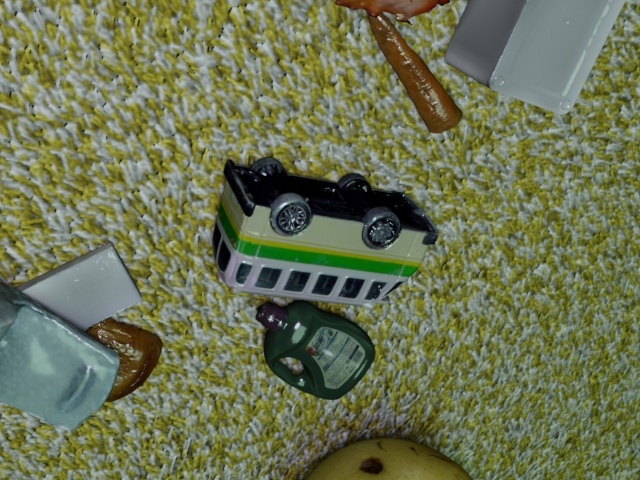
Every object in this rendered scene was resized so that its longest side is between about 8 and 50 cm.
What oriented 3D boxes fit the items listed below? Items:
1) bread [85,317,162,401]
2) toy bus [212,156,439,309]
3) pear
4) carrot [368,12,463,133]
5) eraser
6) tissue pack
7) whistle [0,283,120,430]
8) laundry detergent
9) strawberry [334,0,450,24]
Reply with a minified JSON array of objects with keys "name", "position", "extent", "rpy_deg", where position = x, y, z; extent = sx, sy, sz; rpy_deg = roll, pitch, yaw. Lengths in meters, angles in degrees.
[{"name":"bread","position":[-0.311,0.187,1.379],"extent":[0.126,0.044,0.129],"rpy_deg":[29,107,-30]},{"name":"toy bus","position":[0.000,0.000,1.341],"extent":[0.305,0.143,0.179],"rpy_deg":[8,116,-25]},{"name":"pear","position":[0.118,0.502,1.542],"extent":[0.348,0.348,0.348],"rpy_deg":[-9,119,-17]},{"name":"carrot","position":[0.126,-0.249,1.315],"extent":[0.057,0.057,0.224],"rpy_deg":[-40,120,2]},{"name":"eraser","position":[-0.347,0.076,1.315],"extent":[0.150,0.023,0.104],"rpy_deg":[-26,121,-6]},{"name":"tissue pack","position":[0.315,-0.326,1.294],"extent":[0.159,0.136,0.246],"rpy_deg":[14,110,-27]},{"name":"whistle","position":[-0.473,0.135,1.225],"extent":[0.404,0.188,0.168],"rpy_deg":[25,104,-49]},{"name":"laundry detergent","position":[-0.026,0.168,1.459],"extent":[0.221,0.078,0.144],"rpy_deg":[31,105,-32]},{"name":"strawberry","position":[0.070,-0.416,1.136],"extent":[0.280,0.150,0.253],"rpy_deg":[9,154,-30]}]
